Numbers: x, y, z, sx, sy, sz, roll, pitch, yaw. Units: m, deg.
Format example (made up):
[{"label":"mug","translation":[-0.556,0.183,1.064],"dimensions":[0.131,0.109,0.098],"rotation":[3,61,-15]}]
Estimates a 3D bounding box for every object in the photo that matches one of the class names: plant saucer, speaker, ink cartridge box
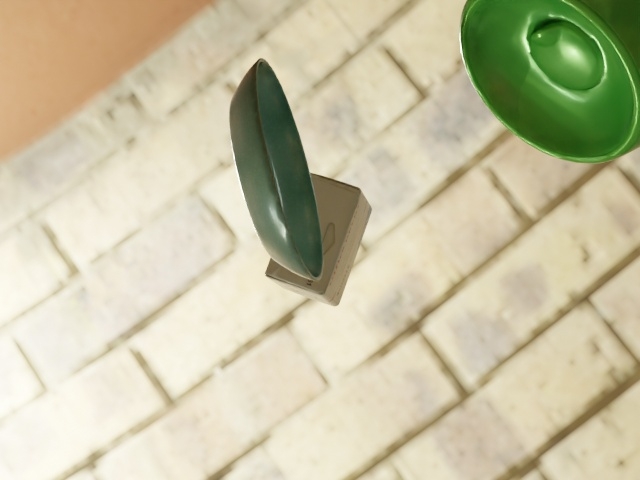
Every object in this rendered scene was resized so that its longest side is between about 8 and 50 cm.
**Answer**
[{"label":"plant saucer","translation":[-0.025,-0.035,1.004],"dimensions":[0.021,0.119,0.119],"rotation":[-14,-23,8]},{"label":"speaker","translation":[0.199,-0.166,1.004],"dimensions":[0.296,0.131,0.131],"rotation":[-44,-18,-32]},{"label":"ink cartridge box","translation":[0.000,0.000,1.526],"dimensions":[0.122,0.052,0.088],"rotation":[53,-124,-82]}]
